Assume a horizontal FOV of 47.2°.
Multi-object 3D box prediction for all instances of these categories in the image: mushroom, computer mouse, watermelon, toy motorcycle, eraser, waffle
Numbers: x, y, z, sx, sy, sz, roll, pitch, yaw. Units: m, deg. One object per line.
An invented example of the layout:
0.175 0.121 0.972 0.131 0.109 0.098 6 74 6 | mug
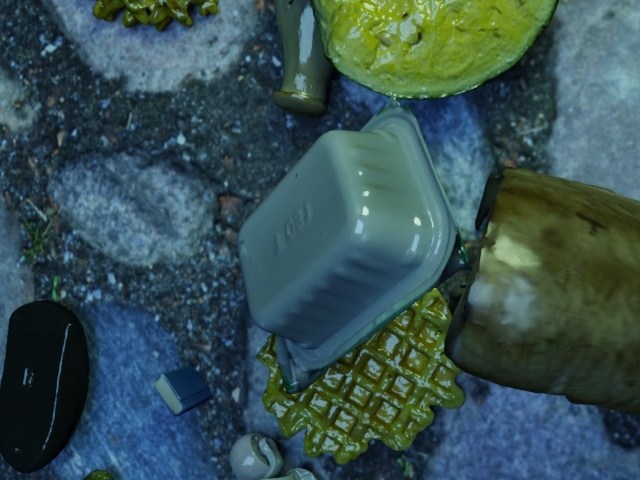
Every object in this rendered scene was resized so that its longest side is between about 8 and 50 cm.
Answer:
0.354 0.072 0.822 0.398 0.314 0.224 18 101 11 | mushroom
-0.017 -0.299 1.023 0.108 0.096 0.246 0 93 11 | mushroom
-0.439 0.230 1.175 0.138 0.086 0.269 3 83 23 | computer mouse
0.129 -0.360 0.919 0.331 0.189 0.330 -2 120 -4 | watermelon
-0.047 0.389 1.043 0.112 0.112 0.254 -41 78 14 | toy motorcycle
-0.207 0.224 1.102 0.027 0.085 0.063 -41 79 15 | eraser
0.042 0.157 1.036 0.312 0.060 0.307 -28 82 15 | waffle
-0.269 -0.471 1.114 0.260 0.069 0.292 3 91 16 | waffle

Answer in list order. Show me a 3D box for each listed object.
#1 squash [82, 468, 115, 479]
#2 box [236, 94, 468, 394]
-0.348 0.474 1.162 0.077 0.068 0.219 -9 90 13 | squash
0.000 0.000 0.909 0.336 0.106 0.264 -45 47 37 | box
